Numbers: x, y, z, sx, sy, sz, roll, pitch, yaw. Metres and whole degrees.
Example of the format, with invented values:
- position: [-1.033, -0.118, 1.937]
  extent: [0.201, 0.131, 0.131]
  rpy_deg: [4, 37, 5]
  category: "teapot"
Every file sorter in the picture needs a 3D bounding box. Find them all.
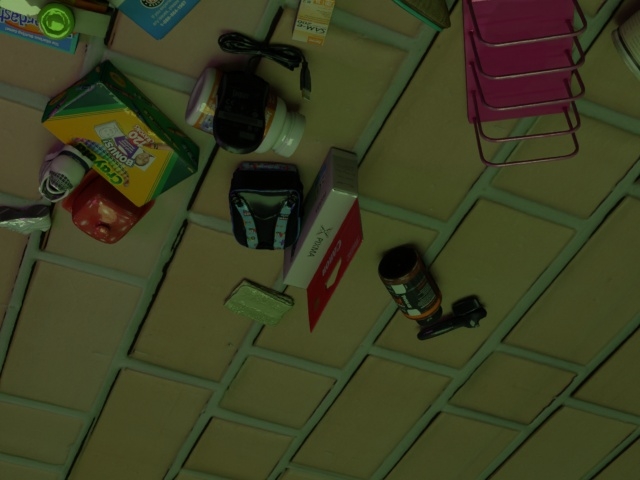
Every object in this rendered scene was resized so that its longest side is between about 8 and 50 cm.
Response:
- position: [0.378, -0.301, 1.786]
  extent: [0.202, 0.182, 0.291]
  rpy_deg: [-6, 133, 5]
  category: "file sorter"

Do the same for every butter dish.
- position: [-0.459, -0.052, 2.060]
  extent: [0.159, 0.118, 0.160]
  rpy_deg: [32, 125, -28]
  category: "butter dish"

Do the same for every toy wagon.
- position: [-0.509, -0.410, 1.561]
  extent: [0.344, 0.267, 0.068]
  rpy_deg: [18, 105, -15]
  category: "toy wagon"

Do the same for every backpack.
- position: [-0.114, -0.066, 2.050]
  extent: [0.158, 0.117, 0.173]
  rpy_deg: [0, 133, -1]
  category: "backpack"

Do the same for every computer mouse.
- position: [-0.110, -0.257, 1.796]
  extent: [0.184, 0.262, 0.060]
  rpy_deg: [7, 153, -14]
  category: "computer mouse"

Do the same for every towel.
- position: [-0.148, 0.154, 2.320]
  extent: [0.148, 0.027, 0.110]
  rpy_deg: [24, 130, -21]
  category: "towel"

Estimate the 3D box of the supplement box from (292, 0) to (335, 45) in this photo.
- position: [-0.013, -0.414, 1.776]
  extent: [0.062, 0.036, 0.098]
  rpy_deg: [10, 133, -9]
  category: "supplement box"

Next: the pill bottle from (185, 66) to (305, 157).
- position: [-0.144, -0.243, 1.880]
  extent: [0.216, 0.121, 0.121]
  rpy_deg: [21, 130, -19]
  category: "pill bottle"

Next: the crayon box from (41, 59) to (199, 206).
- position: [-0.396, -0.208, 1.937]
  extent: [0.165, 0.081, 0.278]
  rpy_deg: [-29, 127, 24]
  category: "crayon box"

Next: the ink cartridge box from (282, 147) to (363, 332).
- position: [0.000, 0.000, 2.014]
  extent: [0.066, 0.261, 0.296]
  rpy_deg: [15, 131, -15]
  category: "ink cartridge box"

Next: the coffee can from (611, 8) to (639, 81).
- position: [0.685, -0.385, 1.695]
  extent: [0.201, 0.202, 0.275]
  rpy_deg: [31, 126, -26]
  category: "coffee can"

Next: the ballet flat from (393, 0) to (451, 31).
- position: [0.107, -0.487, 1.676]
  extent: [0.342, 0.116, 0.124]
  rpy_deg: [24, 110, -16]
  category: "ballet flat"

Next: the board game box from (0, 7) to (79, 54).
- position: [-0.497, -0.450, 1.731]
  extent: [0.160, 0.047, 0.210]
  rpy_deg: [14, 132, -13]
  category: "board game box"

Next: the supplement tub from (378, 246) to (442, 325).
- position: [0.215, 0.113, 2.230]
  extent: [0.106, 0.106, 0.198]
  rpy_deg: [-20, 130, 18]
  category: "supplement tub"

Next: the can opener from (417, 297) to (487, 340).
- position: [0.321, 0.201, 2.359]
  extent: [0.186, 0.073, 0.059]
  rpy_deg: [-29, 166, 28]
  category: "can opener"

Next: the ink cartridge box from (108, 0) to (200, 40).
- position: [-0.316, -0.563, 1.544]
  extent: [0.395, 0.166, 0.285]
  rpy_deg: [36, 123, -28]
  category: "ink cartridge box"

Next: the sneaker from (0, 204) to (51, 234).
- position: [-0.665, -0.039, 2.117]
  extent: [0.152, 0.054, 0.061]
  rpy_deg: [-1, 136, 0]
  category: "sneaker"

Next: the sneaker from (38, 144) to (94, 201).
- position: [-0.538, -0.120, 1.960]
  extent: [0.090, 0.095, 0.235]
  rpy_deg: [33, 156, -15]
  category: "sneaker"
